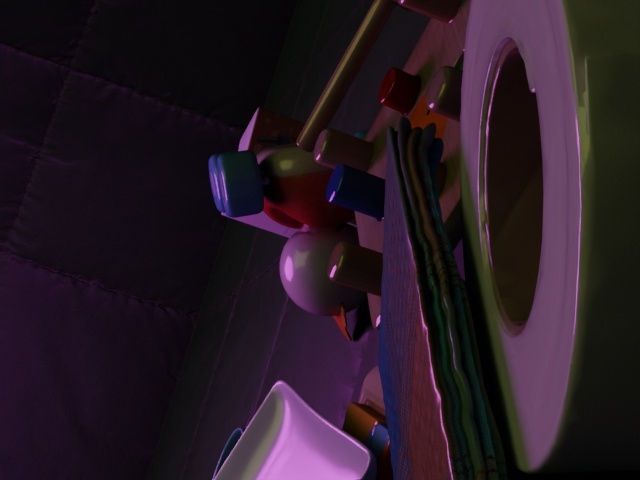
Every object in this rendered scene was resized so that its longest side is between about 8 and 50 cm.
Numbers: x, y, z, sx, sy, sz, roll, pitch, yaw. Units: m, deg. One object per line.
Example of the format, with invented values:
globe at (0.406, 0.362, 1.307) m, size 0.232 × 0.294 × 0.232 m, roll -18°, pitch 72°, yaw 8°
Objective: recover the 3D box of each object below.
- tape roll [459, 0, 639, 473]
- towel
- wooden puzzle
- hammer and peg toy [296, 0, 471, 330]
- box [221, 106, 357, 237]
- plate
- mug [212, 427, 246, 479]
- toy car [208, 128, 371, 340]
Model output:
tape roll at (0.140, -0.027, 0.542) m, size 0.286 × 0.100 × 0.286 m, roll 179°, pitch 90°, yaw -88°
towel at (0.075, 0.138, 0.683) m, size 0.370 × 0.040 × 0.271 m, roll -95°, pitch 3°, yaw -47°
wooden puzzle at (0.039, 0.231, 0.962) m, size 0.221 × 0.044 × 0.238 m, roll -173°, pitch 102°, yaw -78°
hammer and peg toy at (0.093, -0.114, 0.995) m, size 0.361 × 0.127 × 0.266 m, roll -97°, pitch 30°, yaw -53°
box at (-0.030, -0.079, 1.452) m, size 0.091 × 0.171 × 0.130 m, roll 128°, pitch 157°, yaw -57°
plate at (-0.059, 0.280, 0.972) m, size 0.277 × 0.045 × 0.278 m, roll -57°, pitch 18°, yaw -5°
mug at (-0.063, 0.289, 1.197) m, size 0.157 × 0.097 × 0.129 m, roll -108°, pitch 40°, yaw -70°
toy car at (0.000, 0.000, 1.262) m, size 0.210 × 0.219 × 0.237 m, roll -158°, pitch 59°, yaw -78°
